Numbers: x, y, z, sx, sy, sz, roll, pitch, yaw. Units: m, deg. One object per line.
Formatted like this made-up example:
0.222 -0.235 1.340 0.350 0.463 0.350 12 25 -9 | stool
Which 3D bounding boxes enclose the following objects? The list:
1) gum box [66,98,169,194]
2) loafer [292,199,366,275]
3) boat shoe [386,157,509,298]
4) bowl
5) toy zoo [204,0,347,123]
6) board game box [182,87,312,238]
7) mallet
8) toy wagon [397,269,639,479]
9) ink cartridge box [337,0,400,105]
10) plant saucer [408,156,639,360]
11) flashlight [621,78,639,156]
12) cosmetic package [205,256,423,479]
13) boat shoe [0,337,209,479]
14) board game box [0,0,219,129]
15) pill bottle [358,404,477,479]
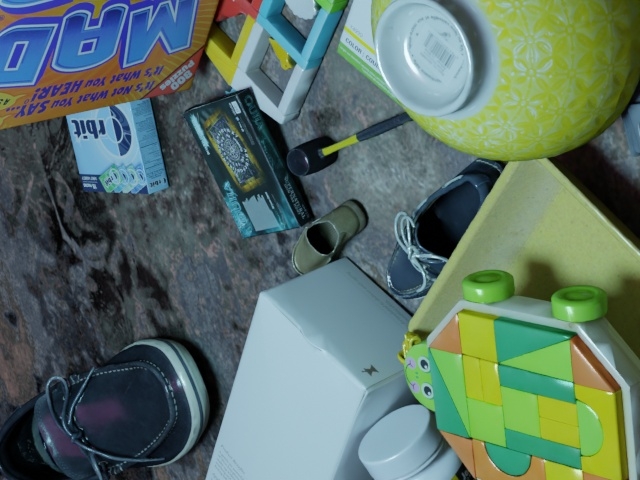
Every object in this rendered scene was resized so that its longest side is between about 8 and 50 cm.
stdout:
-0.291 -0.159 2.189 0.157 0.041 0.184 4 110 46 | gum box
0.000 0.000 1.946 0.056 0.050 0.148 54 138 14 | loafer
0.136 -0.005 1.776 0.095 0.079 0.254 57 139 10 | boat shoe
0.143 -0.192 1.476 0.289 0.156 0.289 23 126 35 | bowl
-0.067 -0.277 1.902 0.192 0.030 0.293 47 136 21 | toy zoo
-0.095 -0.096 1.997 0.126 0.026 0.186 -10 109 51 | board game box
0.047 -0.123 1.858 0.189 0.062 0.039 -21 94 35 | mallet
0.202 0.168 1.674 0.344 0.068 0.267 10 115 44 | toy wagon
0.142 -0.259 1.638 0.189 0.097 0.255 42 135 25 | ink cartridge box
0.281 0.106 1.674 0.333 0.081 0.333 48 136 21 | plant saucer
0.297 -0.230 1.487 0.103 0.103 0.304 -156 50 -70 | flashlight
-0.004 0.229 1.977 0.197 0.155 0.365 43 134 27 | cosmetic package
-0.335 0.278 2.358 0.500 0.156 0.187 -25 88 48 | boat shoe
-0.346 -0.394 1.872 0.356 0.356 0.356 50 137 27 | board game box
0.139 0.301 1.839 0.119 0.119 0.208 -10 122 49 | pill bottle
